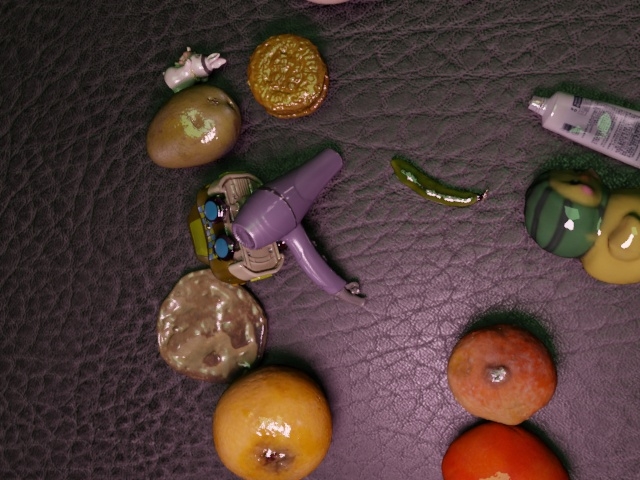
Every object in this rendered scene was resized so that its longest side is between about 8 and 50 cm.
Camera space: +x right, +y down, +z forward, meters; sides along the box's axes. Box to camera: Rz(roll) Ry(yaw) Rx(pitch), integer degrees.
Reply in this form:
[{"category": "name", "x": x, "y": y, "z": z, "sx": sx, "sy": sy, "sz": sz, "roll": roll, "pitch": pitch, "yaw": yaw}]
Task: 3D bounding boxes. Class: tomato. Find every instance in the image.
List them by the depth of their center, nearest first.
[{"category": "tomato", "x": 0.378, "y": 0.498, "z": 1.282, "sx": 0.260, "sy": 0.180, "sz": 0.260, "roll": 1, "pitch": 95, "yaw": 8}]

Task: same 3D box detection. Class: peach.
[{"category": "peach", "x": 0.360, "y": 0.269, "z": 1.262, "sx": 0.232, "sy": 0.232, "sz": 0.232, "roll": 0, "pitch": 90, "yaw": 15}]

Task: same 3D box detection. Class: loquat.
[{"category": "loquat", "x": -0.104, "y": 0.403, "z": 1.369, "sx": 0.263, "sy": 0.263, "sz": 0.263, "roll": 0, "pitch": 90, "yaw": 15}]

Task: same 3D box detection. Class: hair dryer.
[{"category": "hair dryer", "x": 0.000, "y": 0.000, "z": 1.397, "sx": 0.301, "sy": 0.121, "sz": 0.361, "roll": -43, "pitch": 108, "yaw": -30}]

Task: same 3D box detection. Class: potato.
[{"category": "potato", "x": -0.305, "y": -0.255, "z": 1.470, "sx": 0.251, "sy": 0.159, "sz": 0.174, "roll": -27, "pitch": 60, "yaw": 22}]

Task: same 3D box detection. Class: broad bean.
[{"category": "broad bean", "x": 0.254, "y": -0.120, "z": 1.384, "sx": 0.227, "sy": 0.039, "sz": 0.069, "roll": 20, "pitch": 101, "yaw": 13}]

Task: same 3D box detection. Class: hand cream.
[{"category": "hand cream", "x": 0.593, "y": -0.229, "z": 1.291, "sx": 0.340, "sy": 0.078, "sz": 0.124, "roll": 22, "pitch": 95, "yaw": 6}]

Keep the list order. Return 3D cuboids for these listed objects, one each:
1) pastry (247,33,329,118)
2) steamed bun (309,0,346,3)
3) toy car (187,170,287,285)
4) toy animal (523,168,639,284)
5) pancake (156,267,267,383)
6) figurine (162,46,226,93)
[{"category": "pastry", "x": -0.071, "y": -0.372, "z": 1.433, "sx": 0.188, "sy": 0.103, "sz": 0.189, "roll": 0, "pitch": 90, "yaw": 14}, {"category": "steamed bun", "x": 0.022, "y": -0.677, "z": 1.355, "sx": 0.324, "sy": 0.206, "sz": 0.324, "roll": 0, "pitch": 90, "yaw": 16}, {"category": "toy car", "x": -0.211, "y": -0.016, "z": 1.449, "sx": 0.198, "sy": 0.204, "sz": 0.248, "roll": -20, "pitch": 84, "yaw": 38}, {"category": "toy animal", "x": 0.559, "y": -0.018, "z": 1.228, "sx": 0.338, "sy": 0.216, "sz": 0.191, "roll": 21, "pitch": 122, "yaw": 16}, {"category": "pancake", "x": -0.258, "y": 0.209, "z": 1.512, "sx": 0.294, "sy": 0.049, "sz": 0.294, "roll": 0, "pitch": 90, "yaw": 18}, {"category": "figurine", "x": -0.309, "y": -0.423, "z": 1.506, "sx": 0.146, "sy": 0.081, "sz": 0.098, "roll": -37, "pitch": 81, "yaw": 12}]
